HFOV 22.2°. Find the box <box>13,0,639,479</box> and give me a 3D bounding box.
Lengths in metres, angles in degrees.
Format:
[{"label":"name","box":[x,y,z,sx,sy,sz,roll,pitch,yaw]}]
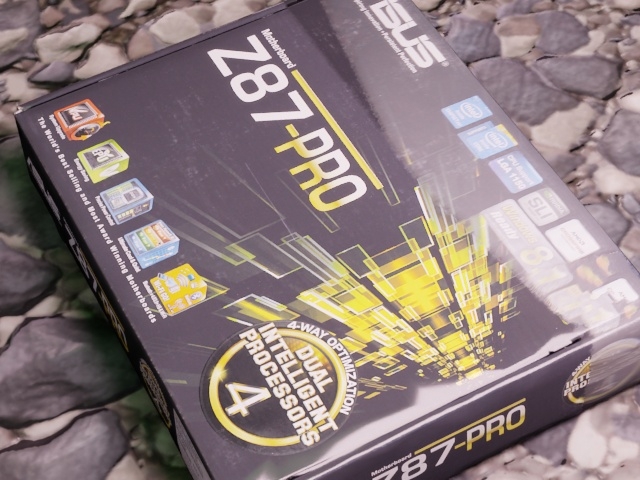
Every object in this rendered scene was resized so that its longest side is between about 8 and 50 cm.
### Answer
[{"label":"box","box":[0.000,0.000,1.160,0.318,0.097,0.395,-22,53,-15]}]
